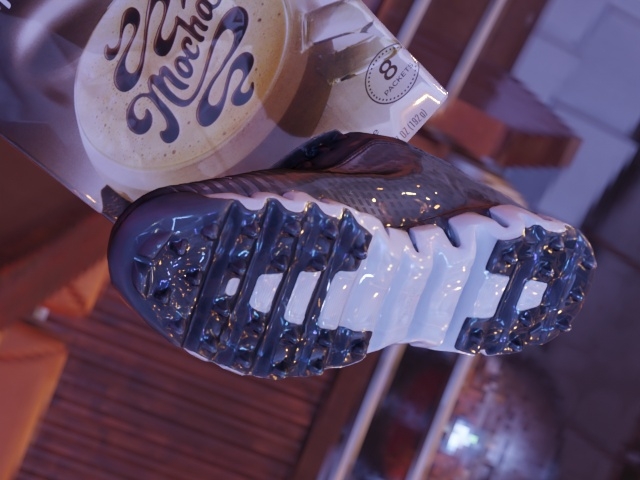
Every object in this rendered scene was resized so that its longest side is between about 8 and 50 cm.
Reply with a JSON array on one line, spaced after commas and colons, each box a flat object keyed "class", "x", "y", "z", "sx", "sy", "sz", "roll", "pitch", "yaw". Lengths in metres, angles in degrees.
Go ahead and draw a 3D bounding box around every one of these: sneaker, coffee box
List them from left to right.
[{"class": "coffee box", "x": -0.094, "y": -0.111, "z": 0.878, "sx": 0.168, "sy": 0.297, "sz": 0.119, "roll": -48, "pitch": -136, "yaw": 2}, {"class": "sneaker", "x": 0.000, "y": 0.000, "z": 0.734, "sx": 0.106, "sy": 0.234, "sz": 0.078, "roll": 41, "pitch": -61, "yaw": 42}]
